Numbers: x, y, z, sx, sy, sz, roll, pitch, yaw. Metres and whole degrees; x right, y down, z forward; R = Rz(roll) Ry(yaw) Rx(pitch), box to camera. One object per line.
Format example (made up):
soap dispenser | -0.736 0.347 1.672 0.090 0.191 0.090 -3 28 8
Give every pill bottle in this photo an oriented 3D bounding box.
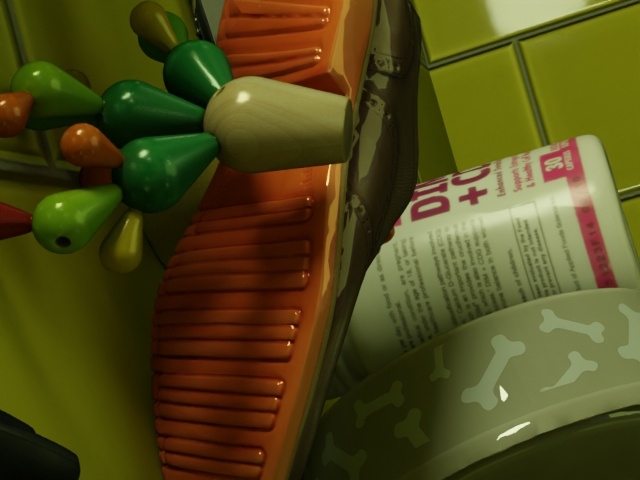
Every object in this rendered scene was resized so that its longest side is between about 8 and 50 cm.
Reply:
pill bottle | 0.103 0.030 1.088 0.160 0.283 0.160 -17 90 -77

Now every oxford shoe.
oxford shoe | 0.000 0.000 0.814 0.133 0.130 0.363 23 75 -47

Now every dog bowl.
dog bowl | 0.143 0.157 1.011 0.349 0.349 0.102 50 17 -60

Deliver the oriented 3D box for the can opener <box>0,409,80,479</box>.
can opener | -0.147 0.074 0.530 0.059 0.073 0.186 36 -1 17

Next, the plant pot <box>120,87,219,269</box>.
plant pot | -0.061 -0.048 0.919 0.134 0.095 0.134 -17 90 -77

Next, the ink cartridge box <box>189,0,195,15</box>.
ink cartridge box | -0.124 -0.266 0.822 0.171 0.056 0.235 91 -13 -47

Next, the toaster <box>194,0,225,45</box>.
toaster | -0.053 -0.232 1.153 0.168 0.110 0.185 -46 118 -74

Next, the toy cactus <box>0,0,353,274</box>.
toy cactus | -0.075 -0.052 0.717 0.219 0.181 0.112 -66 159 -63
